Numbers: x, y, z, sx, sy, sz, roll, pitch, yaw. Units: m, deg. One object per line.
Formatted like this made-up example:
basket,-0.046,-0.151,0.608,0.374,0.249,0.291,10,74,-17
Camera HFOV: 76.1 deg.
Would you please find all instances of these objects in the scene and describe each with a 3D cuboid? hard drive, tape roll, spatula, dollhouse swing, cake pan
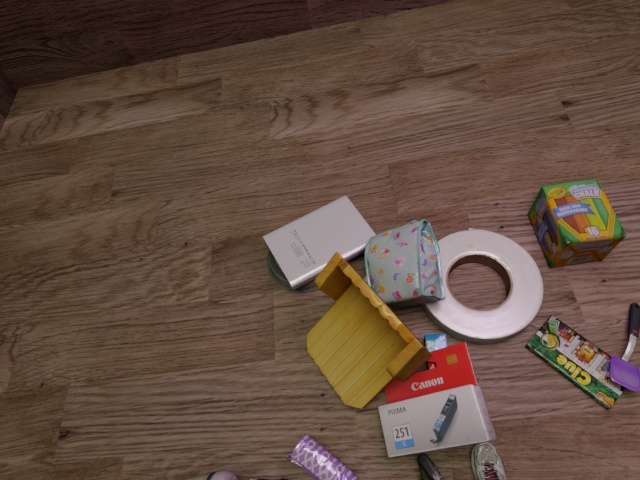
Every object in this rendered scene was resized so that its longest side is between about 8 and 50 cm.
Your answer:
hard drive,0.000,0.000,1.479,0.353,0.047,0.233,-28,62,-12
tape roll,0.520,0.144,1.357,0.392,0.072,0.391,-5,60,8
spatula,0.913,0.303,1.203,0.084,0.030,0.296,27,62,14
dollhouse swing,0.081,0.286,1.182,0.305,0.315,0.347,-42,61,2
cake pan,-0.066,0.050,1.528,0.293,0.054,0.293,-5,60,8

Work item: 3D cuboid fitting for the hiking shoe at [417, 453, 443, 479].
hiking shoe,0.282,0.697,1.085,0.114,0.086,0.226,-13,61,-1

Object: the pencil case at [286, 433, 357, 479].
pencil case,0.005,0.646,1.162,0.206,0.086,0.088,27,35,24

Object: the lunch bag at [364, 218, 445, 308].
lunch bag,0.268,0.077,1.331,0.223,0.160,0.262,-21,62,42

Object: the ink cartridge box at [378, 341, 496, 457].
ink cartridge box,0.302,0.448,1.157,0.296,0.066,0.261,-28,55,29

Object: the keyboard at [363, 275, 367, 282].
keyboard,0.205,0.129,1.457,0.072,0.014,0.256,35,72,25

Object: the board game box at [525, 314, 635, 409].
board game box,0.769,0.356,1.219,0.136,0.030,0.260,-44,63,-12

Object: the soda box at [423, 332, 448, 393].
soda box,0.361,0.395,1.246,0.067,0.071,0.210,-5,61,7

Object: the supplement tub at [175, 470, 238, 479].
supplement tub,-0.382,0.767,1.082,0.325,0.235,0.235,-13,60,3

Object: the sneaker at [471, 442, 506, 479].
sneaker,0.461,0.648,1.075,0.088,0.092,0.225,-9,59,5

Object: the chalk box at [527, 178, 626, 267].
chalk box,0.829,-0.084,1.365,0.180,0.179,0.288,-9,60,5

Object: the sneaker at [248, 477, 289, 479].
sneaker,-0.122,0.775,1.116,0.164,0.086,0.226,-9,59,9
